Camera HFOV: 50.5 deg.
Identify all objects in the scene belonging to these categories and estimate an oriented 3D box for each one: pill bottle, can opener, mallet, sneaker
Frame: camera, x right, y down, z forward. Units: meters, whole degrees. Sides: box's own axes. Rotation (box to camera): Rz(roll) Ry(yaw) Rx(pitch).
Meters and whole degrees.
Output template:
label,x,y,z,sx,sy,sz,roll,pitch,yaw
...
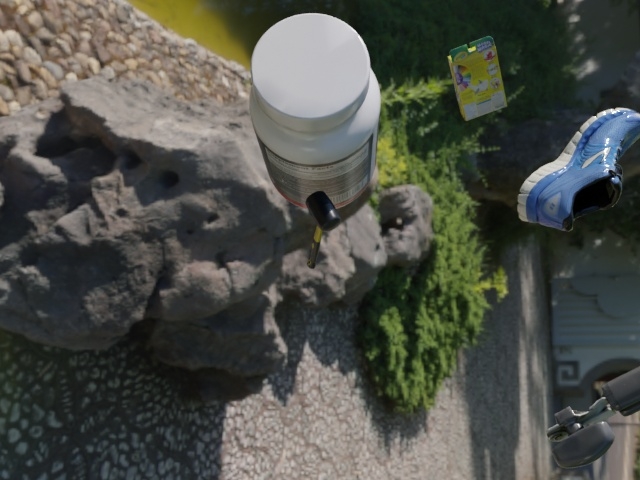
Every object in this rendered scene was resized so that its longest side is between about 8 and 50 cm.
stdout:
label,x,y,z,sx,sy,sz,roll,pitch,yaw
pill bottle,-0.006,-0.199,1.129,0.363,0.210,0.210,81,11,-74
can opener,0.481,0.261,1.046,0.076,0.283,0.095,32,31,-43
mallet,0.000,0.000,1.128,0.062,0.039,0.190,56,-24,32
sneaker,0.543,-0.129,1.335,0.330,0.147,0.130,-43,139,-13

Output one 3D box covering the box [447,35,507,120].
label,x,y,z,sx,sy,sz,roll,pitch,yaw
box,0.356,-0.372,1.549,0.043,0.105,0.179,-102,171,-52
